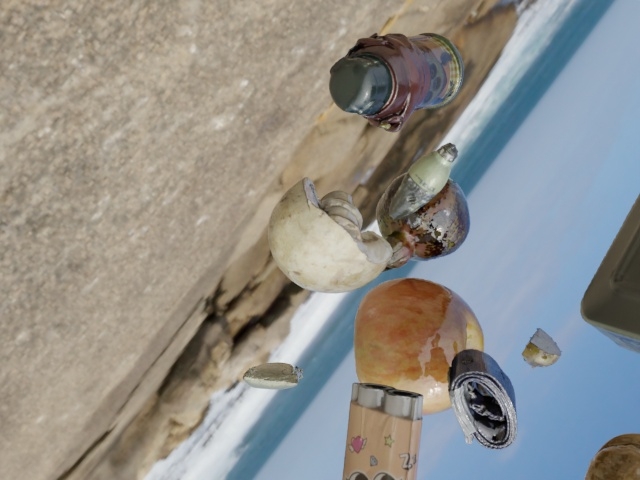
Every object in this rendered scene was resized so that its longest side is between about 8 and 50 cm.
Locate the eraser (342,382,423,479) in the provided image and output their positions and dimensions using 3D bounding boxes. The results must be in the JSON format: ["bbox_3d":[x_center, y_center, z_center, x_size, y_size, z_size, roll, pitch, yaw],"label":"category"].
[{"bbox_3d":[0.123,0.439,1.434,0.087,0.171,0.291,9,86,-45],"label":"eraser"}]

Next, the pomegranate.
[{"bbox_3d":[0.266,-0.040,2.080,0.341,0.285,0.285,-48,171,-32],"label":"pomegranate"}]

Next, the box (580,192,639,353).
[{"bbox_3d":[0.591,-0.004,1.011,0.397,0.111,0.396,-60,-160,-5],"label":"box"}]

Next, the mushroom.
[{"bbox_3d":[0.000,0.000,1.450,0.189,0.253,0.195,-40,-157,20],"label":"mushroom"}]

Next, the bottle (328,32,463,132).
[{"bbox_3d":[0.117,-0.258,1.185,0.143,0.156,0.271,-32,175,42],"label":"bottle"}]

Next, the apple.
[{"bbox_3d":[0.273,0.300,2.031,0.391,0.346,0.392,-4,90,-67],"label":"apple"}]

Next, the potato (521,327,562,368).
[{"bbox_3d":[0.641,0.331,2.121,0.089,0.100,0.172,-63,164,18],"label":"potato"}]

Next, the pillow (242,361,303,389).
[{"bbox_3d":[-0.099,0.285,1.530,0.208,0.119,0.053,76,13,-83],"label":"pillow"}]

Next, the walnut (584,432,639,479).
[{"bbox_3d":[0.782,0.612,1.760,0.296,0.285,0.285,9,121,-51],"label":"walnut"}]

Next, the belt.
[{"bbox_3d":[0.380,0.366,1.696,0.139,0.231,0.126,-21,-160,20],"label":"belt"}]

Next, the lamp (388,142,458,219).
[{"bbox_3d":[0.259,-0.147,1.846,0.250,0.101,0.101,-52,174,31],"label":"lamp"}]
